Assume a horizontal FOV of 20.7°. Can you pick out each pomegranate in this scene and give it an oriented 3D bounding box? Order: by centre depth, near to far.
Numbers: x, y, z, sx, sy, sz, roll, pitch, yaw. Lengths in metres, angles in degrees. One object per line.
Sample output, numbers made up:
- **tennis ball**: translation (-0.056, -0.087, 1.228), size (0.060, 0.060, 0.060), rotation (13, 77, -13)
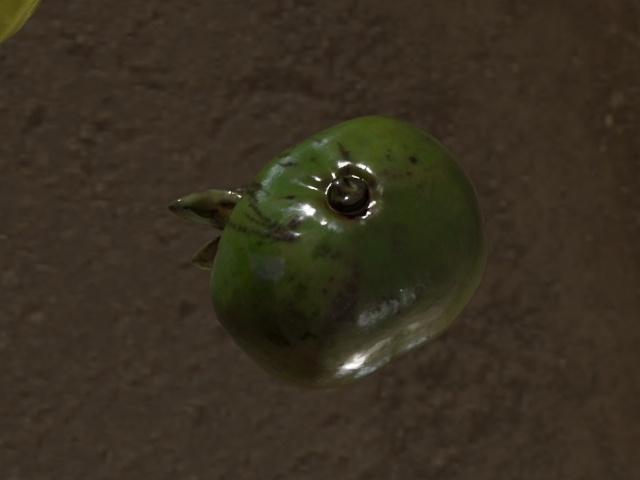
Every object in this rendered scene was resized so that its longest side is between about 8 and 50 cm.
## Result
- **pomegranate**: translation (0.000, 0.000, 0.964), size (0.152, 0.191, 0.131), rotation (-28, 113, -18)

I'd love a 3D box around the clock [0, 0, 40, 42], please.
- **clock**: translation (-0.044, -0.157, 0.411), size (0.057, 0.237, 0.237), rotation (27, 71, -15)
